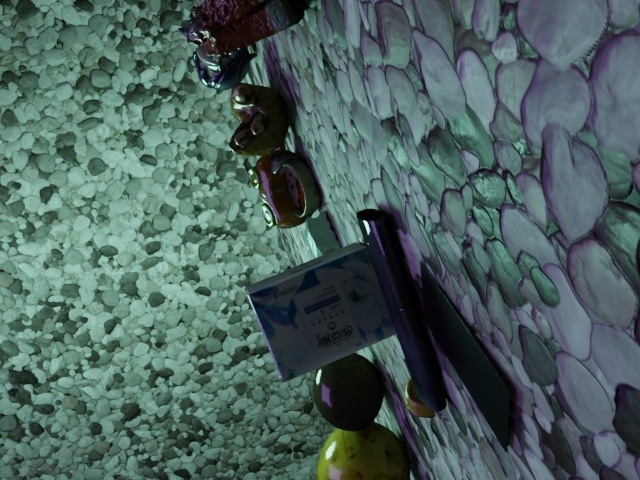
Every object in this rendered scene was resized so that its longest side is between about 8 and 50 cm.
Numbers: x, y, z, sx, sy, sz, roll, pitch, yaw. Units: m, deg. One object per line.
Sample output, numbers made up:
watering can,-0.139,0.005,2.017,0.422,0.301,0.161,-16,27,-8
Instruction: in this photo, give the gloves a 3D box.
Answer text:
gloves,-0.167,-0.332,1.612,0.356,0.155,0.203,-89,-10,-68

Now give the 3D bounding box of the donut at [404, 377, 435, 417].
donut,0.207,0.324,1.252,0.038,0.067,0.083,67,-153,-44

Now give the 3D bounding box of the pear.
pear,0.128,0.684,1.813,0.281,0.280,0.281,159,90,-82

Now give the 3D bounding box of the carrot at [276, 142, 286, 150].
carrot,-0.117,-0.268,1.867,0.049,0.049,0.254,-125,20,-61

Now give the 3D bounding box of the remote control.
remote control,0.147,0.125,1.081,0.107,0.044,0.378,-153,42,-72

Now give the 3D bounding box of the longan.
longan,0.076,0.439,1.768,0.246,0.215,0.246,27,122,56

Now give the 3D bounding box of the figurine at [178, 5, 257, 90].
figurine,-0.286,-0.557,1.715,0.175,0.197,0.265,67,152,23

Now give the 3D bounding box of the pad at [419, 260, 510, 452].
pad,0.211,0.164,0.890,0.265,0.009,0.159,-117,9,-47

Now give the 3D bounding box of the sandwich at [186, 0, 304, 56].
sandwich,-0.123,-0.399,1.038,0.109,0.212,0.292,56,164,-23

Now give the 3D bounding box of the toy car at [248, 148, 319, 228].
toy car,-0.078,-0.151,1.665,0.235,0.145,0.235,40,141,42

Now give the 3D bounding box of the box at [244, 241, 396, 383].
box,0.001,0.148,1.288,0.116,0.274,0.203,-161,50,-78

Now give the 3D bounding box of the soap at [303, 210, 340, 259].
soap,0.000,0.000,1.681,0.198,0.063,0.115,102,145,-76
